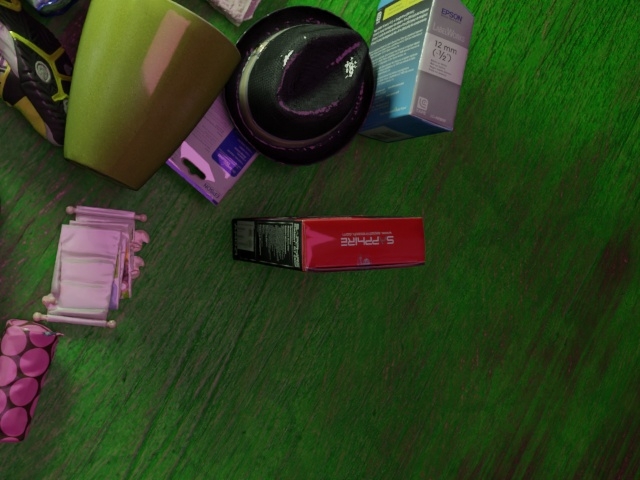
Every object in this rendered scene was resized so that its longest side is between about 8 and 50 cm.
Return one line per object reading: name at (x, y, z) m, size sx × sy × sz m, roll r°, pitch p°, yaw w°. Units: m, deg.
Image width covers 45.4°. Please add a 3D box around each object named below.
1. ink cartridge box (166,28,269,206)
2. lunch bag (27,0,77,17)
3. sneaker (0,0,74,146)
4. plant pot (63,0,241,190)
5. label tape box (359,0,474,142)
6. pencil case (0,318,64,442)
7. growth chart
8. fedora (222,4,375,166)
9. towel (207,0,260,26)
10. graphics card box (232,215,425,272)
ink cartridge box at (-0.173, -0.241, 1.508) m, size 0.165 × 0.065 × 0.333 m, roll 43°, pitch 72°, yaw -19°
lunch bag at (-0.480, -0.457, 1.314) m, size 0.096 × 0.151 × 0.129 m, roll -31°, pitch 104°, yaw -11°
sneaker at (-0.552, -0.326, 1.309) m, size 0.147 × 0.145 × 0.385 m, roll -21°, pitch 116°, yaw 18°
plant pot at (-0.323, -0.246, 1.333) m, size 0.275 × 0.275 × 0.293 m, roll 26°, pitch 85°, yaw -23°
label tape box at (0.196, -0.390, 1.576) m, size 0.115 × 0.249 × 0.348 m, roll 17°, pitch 84°, yaw -24°
pencil case at (-0.527, 0.247, 1.336) m, size 0.098 × 0.095 × 0.209 m, roll 23°, pitch 83°, yaw -44°
growth chart at (-0.417, 0.049, 1.419) m, size 0.172 × 0.021 × 0.237 m, roll 15°, pitch 84°, yaw -25°
fedora at (-0.015, -0.306, 1.460) m, size 0.334 × 0.152 × 0.334 m, roll 0°, pitch 90°, yaw -23°
towel at (-0.215, -0.573, 1.493) m, size 0.282 × 0.049 × 0.187 m, roll 34°, pitch 76°, yaw -21°
graphics card box at (0.000, 0.000, 1.422) m, size 0.232 × 0.371 × 0.094 m, roll -3°, pitch 92°, yaw -24°
